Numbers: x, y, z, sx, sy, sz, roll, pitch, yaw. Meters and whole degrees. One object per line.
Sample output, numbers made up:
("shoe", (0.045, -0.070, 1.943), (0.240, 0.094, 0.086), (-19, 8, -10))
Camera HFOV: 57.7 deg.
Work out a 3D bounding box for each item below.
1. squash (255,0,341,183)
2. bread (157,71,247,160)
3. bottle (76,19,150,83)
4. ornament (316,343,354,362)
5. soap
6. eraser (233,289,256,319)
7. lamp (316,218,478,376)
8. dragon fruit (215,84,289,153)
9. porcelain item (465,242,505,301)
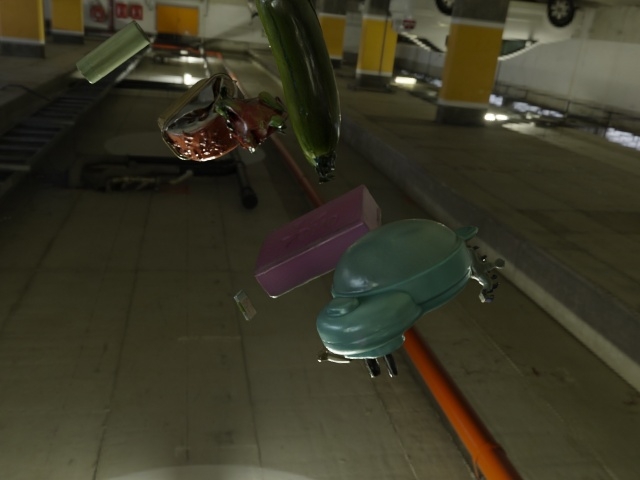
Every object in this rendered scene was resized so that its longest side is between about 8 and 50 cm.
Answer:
("squash", (-0.020, -0.236, 0.874), (0.087, 0.331, 0.087), (-12, -154, 6))
("bread", (-0.258, -0.281, 1.355), (0.212, 0.142, 0.224), (28, -111, 41))
("bottle", (-0.572, -0.519, 1.604), (0.202, 0.072, 0.072), (-33, -159, 6))
("ornament", (0.106, 0.187, 1.320), (0.245, 0.061, 0.230), (-17, -155, 5))
("soap", (-0.001, -0.001, 1.202), (0.259, 0.081, 0.181), (-27, -156, 19))
("eraser", (-0.219, 0.188, 1.693), (0.019, 0.083, 0.038), (-13, -159, 39))
("lamp", (0.103, 0.063, 0.848), (0.209, 0.147, 0.284), (-15, -147, 47))
("dragon fruit", (-0.138, -0.233, 1.123), (0.175, 0.142, 0.138), (34, -135, 4))
("porcelain item", (0.318, 0.050, 1.111), (0.075, 0.021, 0.136), (-15, -119, -7))
